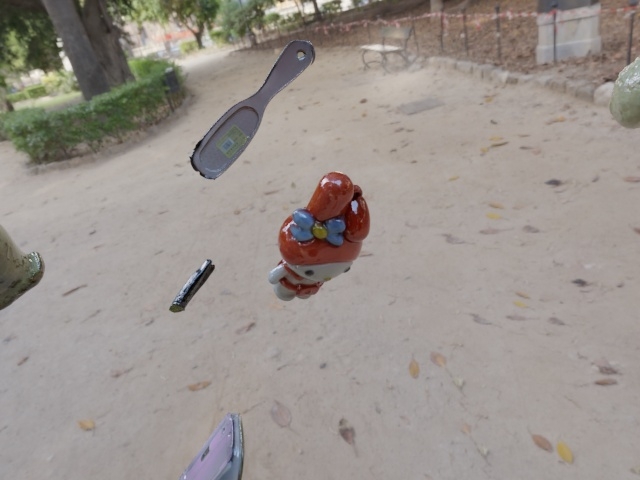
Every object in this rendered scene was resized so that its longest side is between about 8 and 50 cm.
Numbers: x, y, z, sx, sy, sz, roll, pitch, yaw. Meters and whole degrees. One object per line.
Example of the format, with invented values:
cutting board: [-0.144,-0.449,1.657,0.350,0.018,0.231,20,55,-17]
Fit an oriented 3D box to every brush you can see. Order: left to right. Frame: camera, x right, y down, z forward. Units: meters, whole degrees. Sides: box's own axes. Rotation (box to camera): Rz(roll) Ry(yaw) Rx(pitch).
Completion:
brush: [-0.125,-0.244,0.859,0.312,0.072,0.067,-50,16,2]

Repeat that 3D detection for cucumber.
cucumber: [-0.273,0.097,0.989,0.034,0.033,0.134,13,58,32]

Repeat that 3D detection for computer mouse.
computer mouse: [-0.178,0.388,0.751,0.056,0.245,0.126,25,20,-25]

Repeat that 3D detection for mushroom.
mushroom: [-0.433,-0.007,0.535,0.087,0.333,0.107,39,66,12]

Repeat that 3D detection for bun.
bun: [0.389,-0.187,0.542,0.115,0.115,0.069,-27,59,-25]

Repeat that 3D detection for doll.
doll: [0.000,0.000,0.814,0.161,0.290,0.129,0,48,-32]
